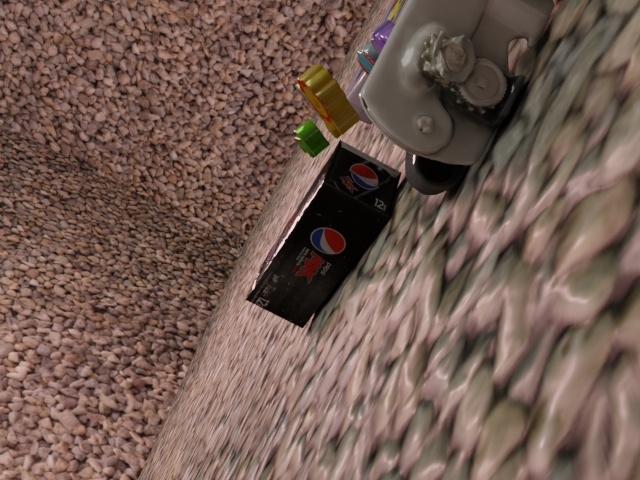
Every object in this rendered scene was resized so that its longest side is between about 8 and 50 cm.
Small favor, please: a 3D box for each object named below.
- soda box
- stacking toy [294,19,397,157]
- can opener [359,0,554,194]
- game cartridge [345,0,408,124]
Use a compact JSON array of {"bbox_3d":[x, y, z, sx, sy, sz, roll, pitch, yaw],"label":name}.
[{"bbox_3d":[0.000,0.000,0.694,0.169,0.060,0.053,-55,11,46],"label":"soda box"},{"bbox_3d":[0.050,-0.142,0.656,0.167,0.052,0.221,-40,4,-4],"label":"stacking toy"},{"bbox_3d":[0.103,-0.164,0.483,0.280,0.074,0.093,-63,6,-8],"label":"can opener"},{"bbox_3d":[0.105,-0.248,0.939,0.294,0.060,0.196,133,159,-68],"label":"game cartridge"}]
